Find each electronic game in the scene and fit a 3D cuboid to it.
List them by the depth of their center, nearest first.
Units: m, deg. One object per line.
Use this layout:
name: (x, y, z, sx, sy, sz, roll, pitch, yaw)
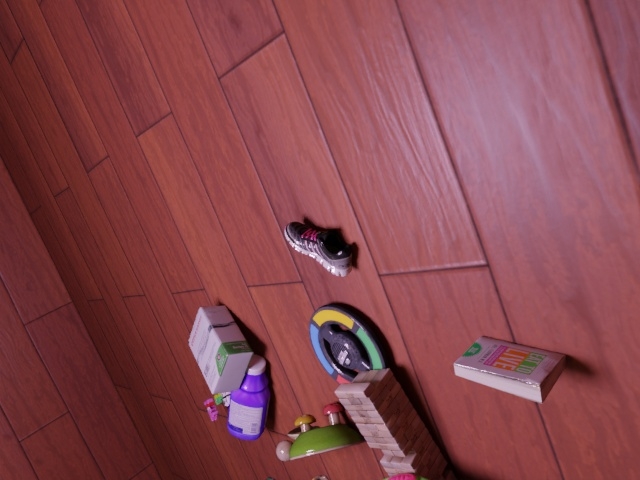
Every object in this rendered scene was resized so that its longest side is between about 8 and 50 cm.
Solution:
electronic game: (0.059, 0.248, 1.191, 0.229, 0.048, 0.229, 26, 130, 36)

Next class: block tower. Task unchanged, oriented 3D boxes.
block tower: (0.167, 0.420, 1.114, 0.091, 0.097, 0.335, -21, 106, 47)

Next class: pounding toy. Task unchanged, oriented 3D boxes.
pounding toy: (-0.008, 0.482, 1.346, 0.237, 0.183, 0.110, -46, 52, 54)

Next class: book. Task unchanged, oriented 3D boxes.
book: (0.303, 0.200, 0.852, 0.144, 0.096, 0.035, 6, 117, 45)

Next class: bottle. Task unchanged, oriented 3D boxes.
bottle: (-0.209, 0.465, 1.574, 0.118, 0.092, 0.282, 12, 119, 5)

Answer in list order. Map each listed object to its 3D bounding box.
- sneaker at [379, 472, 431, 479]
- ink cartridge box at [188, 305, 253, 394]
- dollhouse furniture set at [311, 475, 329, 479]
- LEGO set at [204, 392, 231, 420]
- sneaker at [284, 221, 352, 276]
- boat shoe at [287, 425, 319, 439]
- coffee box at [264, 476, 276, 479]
sneaker: (0.264, 0.580, 0.964, 0.483, 0.185, 0.202, 7, 111, 25)
ink cartridge box: (-0.289, 0.306, 1.515, 0.208, 0.087, 0.153, 49, 126, 41)
dollhouse furniture set: (0.038, 0.822, 1.454, 0.301, 0.198, 0.151, 55, 143, 6)
LEGO set: (-0.295, 0.536, 1.732, 0.227, 0.087, 0.093, -45, 63, 51)
sneaker: (0.000, 0.000, 1.092, 0.170, 0.063, 0.074, 36, 136, 21)
boat shoe: (-0.045, 0.554, 1.498, 0.135, 0.050, 0.045, -25, 88, 52)
coffee box: (-0.129, 0.912, 1.824, 0.113, 0.040, 0.184, -6, 108, 50)
